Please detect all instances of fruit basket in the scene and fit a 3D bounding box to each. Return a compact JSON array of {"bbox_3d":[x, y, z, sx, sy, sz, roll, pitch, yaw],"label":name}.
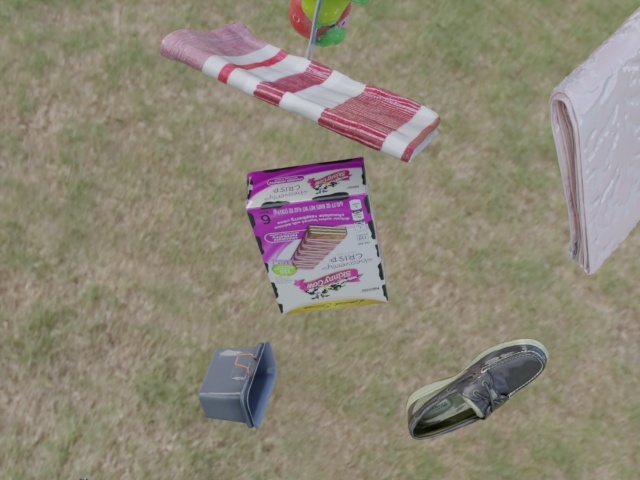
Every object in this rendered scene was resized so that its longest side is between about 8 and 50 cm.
[{"bbox_3d":[0.026,-0.441,1.778,0.165,0.353,0.327,11,50,4],"label":"fruit basket"}]

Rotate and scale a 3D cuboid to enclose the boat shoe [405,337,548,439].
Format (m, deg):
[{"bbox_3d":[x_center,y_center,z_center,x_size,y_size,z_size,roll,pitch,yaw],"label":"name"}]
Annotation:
[{"bbox_3d":[0.214,0.212,1.421,0.080,0.223,0.073,49,25,-22],"label":"boat shoe"}]

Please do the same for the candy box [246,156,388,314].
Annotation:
[{"bbox_3d":[0.000,0.000,1.410,0.159,0.233,0.071,-8,50,7],"label":"candy box"}]

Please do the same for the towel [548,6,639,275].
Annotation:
[{"bbox_3d":[0.428,-0.164,1.412,0.053,0.317,0.332,25,56,37],"label":"towel"}]

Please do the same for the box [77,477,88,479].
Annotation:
[{"bbox_3d":[-0.350,0.392,1.284,0.220,0.175,0.051,-23,47,0],"label":"box"}]

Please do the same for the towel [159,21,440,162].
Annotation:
[{"bbox_3d":[-0.013,-0.194,1.308,0.329,0.037,0.237,25,20,8],"label":"towel"}]

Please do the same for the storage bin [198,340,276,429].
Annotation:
[{"bbox_3d":[-0.134,0.222,1.639,0.091,0.098,0.135,0,40,15],"label":"storage bin"}]
